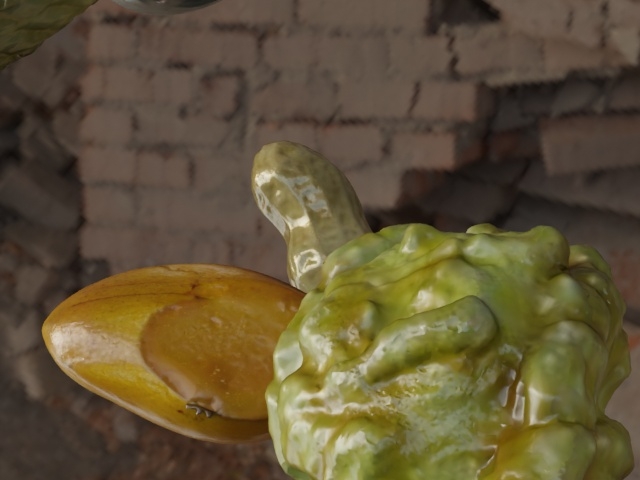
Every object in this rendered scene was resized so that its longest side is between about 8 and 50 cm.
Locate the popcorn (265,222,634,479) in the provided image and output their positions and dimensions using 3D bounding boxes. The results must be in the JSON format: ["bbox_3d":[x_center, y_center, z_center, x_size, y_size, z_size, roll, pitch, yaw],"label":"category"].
[{"bbox_3d":[0.098,0.121,1.256,0.279,0.335,0.274,19,127,21],"label":"popcorn"}]

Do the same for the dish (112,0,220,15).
[{"bbox_3d":[-0.095,-0.317,1.588,0.134,0.273,0.273,39,152,34],"label":"dish"}]

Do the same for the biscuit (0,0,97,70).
[{"bbox_3d":[-0.173,-0.152,0.949,0.273,0.187,0.036,-39,76,39],"label":"biscuit"}]

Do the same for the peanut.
[{"bbox_3d":[0.000,0.000,1.974,0.274,0.125,0.111,60,141,18],"label":"peanut"}]

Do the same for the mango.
[{"bbox_3d":[-0.134,0.099,1.617,0.257,0.187,0.138,16,143,6],"label":"mango"}]
